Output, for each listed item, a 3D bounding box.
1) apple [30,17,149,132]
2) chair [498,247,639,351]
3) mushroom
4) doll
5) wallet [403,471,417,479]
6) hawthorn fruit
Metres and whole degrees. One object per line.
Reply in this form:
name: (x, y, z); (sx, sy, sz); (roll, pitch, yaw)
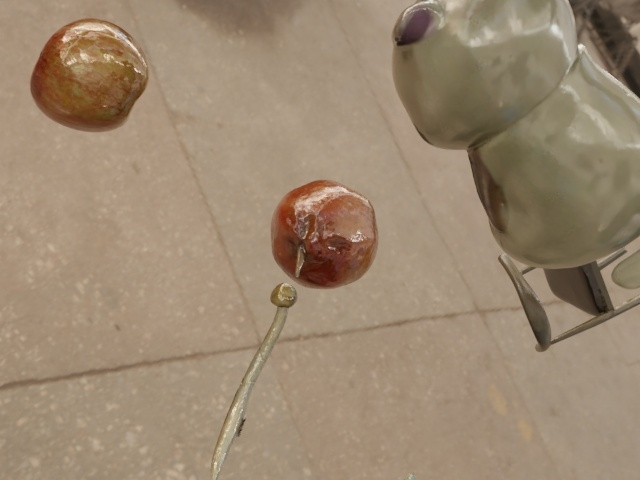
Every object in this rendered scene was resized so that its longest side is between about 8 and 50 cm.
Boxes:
apple: (-0.288, -0.208, 1.106); (0.131, 0.146, 0.146); (30, 37, -9)
chair: (0.404, 0.038, 1.392); (0.188, 0.272, 0.166); (64, -11, -23)
mushroom: (-0.097, 0.201, 1.168); (0.068, 0.043, 0.306); (62, 47, -68)
doll: (0.224, -0.130, 0.925); (0.215, 0.226, 0.370); (-45, 99, -14)
wallet: (0.213, 0.446, 1.172); (0.309, 0.077, 0.223); (42, -13, 14)
hawthorn fruit: (0.000, 0.000, 1.584); (0.210, 0.211, 0.262); (53, 18, -5)
